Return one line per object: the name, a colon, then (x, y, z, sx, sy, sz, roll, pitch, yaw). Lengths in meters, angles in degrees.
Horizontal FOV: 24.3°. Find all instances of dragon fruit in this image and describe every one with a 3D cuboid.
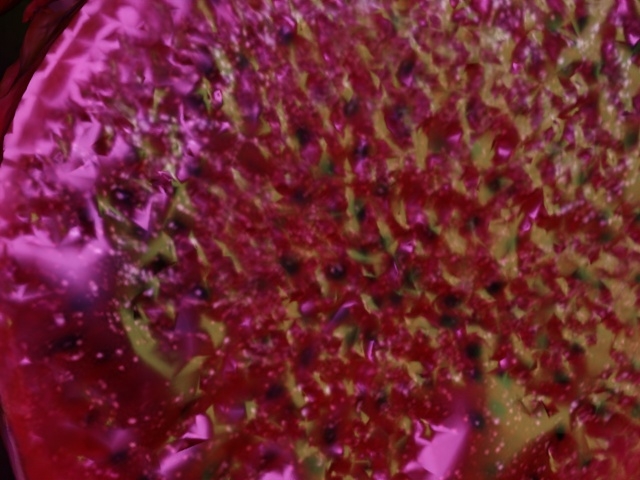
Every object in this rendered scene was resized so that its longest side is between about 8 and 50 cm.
dragon fruit: (0.000, 0.000, 0.733, 0.249, 0.386, 0.371, -153, -109, -65)

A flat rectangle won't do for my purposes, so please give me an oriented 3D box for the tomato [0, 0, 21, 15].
tomato: (-0.158, -0.197, 0.642, 0.233, 0.140, 0.200, 52, 47, -62)
